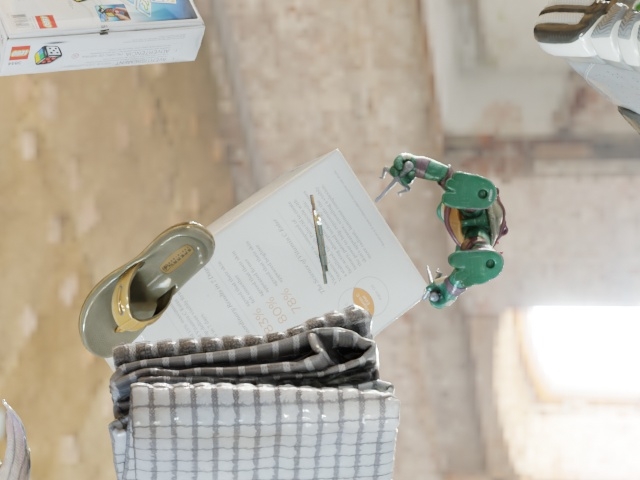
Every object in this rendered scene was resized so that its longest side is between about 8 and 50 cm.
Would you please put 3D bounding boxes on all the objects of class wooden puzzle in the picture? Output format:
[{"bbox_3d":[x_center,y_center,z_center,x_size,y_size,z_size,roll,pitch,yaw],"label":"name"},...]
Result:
[{"bbox_3d":[0.000,0.000,1.687,0.049,0.006,0.083,-103,4,-70],"label":"wooden puzzle"}]

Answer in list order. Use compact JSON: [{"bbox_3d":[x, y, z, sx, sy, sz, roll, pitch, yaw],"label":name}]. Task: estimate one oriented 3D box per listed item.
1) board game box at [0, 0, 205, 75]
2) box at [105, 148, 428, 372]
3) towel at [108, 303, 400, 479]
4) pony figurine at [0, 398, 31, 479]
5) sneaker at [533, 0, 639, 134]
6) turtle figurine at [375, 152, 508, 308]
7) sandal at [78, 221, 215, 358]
[{"bbox_3d":[-0.252,-0.284,1.763,0.305,0.193,0.053,64,148,34],"label":"board game box"},{"bbox_3d":[-0.079,0.078,2.246,0.345,0.168,0.215,-36,-83,-24],"label":"box"},{"bbox_3d":[-0.059,0.177,1.599,0.283,0.235,0.121,92,174,-51],"label":"towel"},{"bbox_3d":[-0.228,0.308,1.176,0.351,0.363,0.303,-57,-3,-1],"label":"pony figurine"},{"bbox_3d":[0.233,-0.094,1.065,0.086,0.229,0.132,-51,-60,-10],"label":"sneaker"},{"bbox_3d":[0.141,-0.022,1.978,0.234,0.118,0.175,-151,37,-82],"label":"turtle figurine"},{"bbox_3d":[-0.173,0.054,1.828,0.072,0.180,0.049,36,-158,-31],"label":"sandal"}]
